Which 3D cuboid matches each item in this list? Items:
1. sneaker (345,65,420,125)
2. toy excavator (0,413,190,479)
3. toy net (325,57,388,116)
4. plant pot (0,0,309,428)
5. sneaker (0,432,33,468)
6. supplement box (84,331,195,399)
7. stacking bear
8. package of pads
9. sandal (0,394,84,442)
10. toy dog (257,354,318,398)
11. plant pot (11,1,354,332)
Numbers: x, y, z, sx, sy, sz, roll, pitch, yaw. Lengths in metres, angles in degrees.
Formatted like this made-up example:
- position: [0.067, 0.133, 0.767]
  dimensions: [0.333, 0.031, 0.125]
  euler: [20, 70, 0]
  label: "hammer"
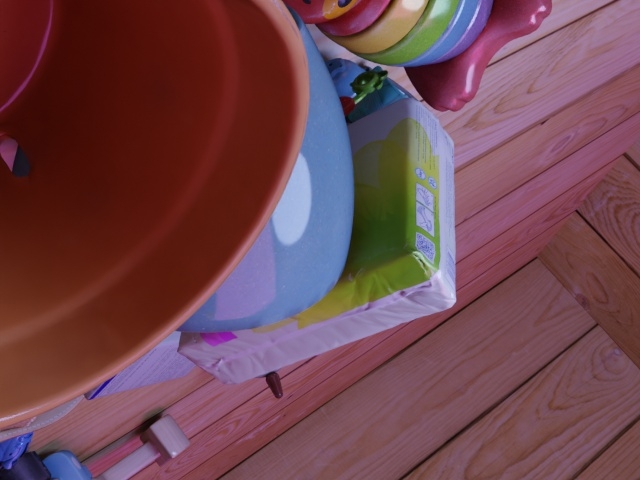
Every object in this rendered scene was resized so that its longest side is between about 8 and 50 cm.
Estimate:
- position: [0.037, -0.131, 1.048]
  dimensions: [0.295, 0.124, 0.178]
  euler: [-18, 150, -41]
  label: "sneaker"
- position: [-0.453, 0.479, 1.497]
  dimensions: [0.433, 0.222, 0.445]
  euler: [-37, 176, -8]
  label: "toy excavator"
- position: [-0.032, -0.126, 0.932]
  dimensions: [0.232, 0.122, 0.045]
  euler: [-37, 131, -7]
  label: "toy net"
- position: [-0.178, -0.068, 0.442]
  dimensions: [0.291, 0.203, 0.291]
  euler: [-35, 152, -21]
  label: "plant pot"
- position: [-0.422, 0.263, 1.163]
  dimensions: [0.209, 0.082, 0.069]
  euler: [-45, 160, 12]
  label: "sneaker"
- position: [-0.243, 0.127, 1.136]
  dimensions: [0.114, 0.111, 0.220]
  euler: [-45, 161, 20]
  label: "supplement box"
- position: [0.051, -0.240, 0.761]
  dimensions: [0.289, 0.164, 0.175]
  euler: [0, 141, -47]
  label: "stacking bear"
- position: [0.000, 0.000, 0.862]
  dimensions: [0.296, 0.229, 0.101]
  euler: [-23, 131, 30]
  label: "package of pads"
- position: [-0.402, 0.210, 1.062]
  dimensions: [0.240, 0.088, 0.079]
  euler: [-28, 166, -18]
  label: "sandal"
- position: [-0.038, 0.180, 1.590]
  dimensions: [0.333, 0.161, 0.220]
  euler: [-37, 163, -6]
  label: "toy dog"
- position: [-0.097, -0.095, 0.665]
  dimensions: [0.290, 0.290, 0.195]
  euler: [-23, 139, -42]
  label: "plant pot"
